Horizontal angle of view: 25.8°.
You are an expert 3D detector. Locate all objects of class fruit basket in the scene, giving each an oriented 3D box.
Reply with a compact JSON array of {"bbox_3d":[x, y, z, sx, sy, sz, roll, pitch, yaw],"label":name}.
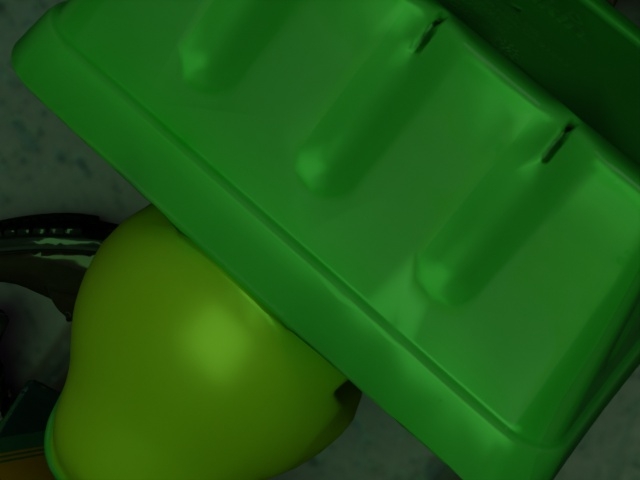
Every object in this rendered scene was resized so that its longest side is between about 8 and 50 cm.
[{"bbox_3d":[0.000,0.000,0.794,0.392,0.283,0.392,12,114,27],"label":"fruit basket"}]

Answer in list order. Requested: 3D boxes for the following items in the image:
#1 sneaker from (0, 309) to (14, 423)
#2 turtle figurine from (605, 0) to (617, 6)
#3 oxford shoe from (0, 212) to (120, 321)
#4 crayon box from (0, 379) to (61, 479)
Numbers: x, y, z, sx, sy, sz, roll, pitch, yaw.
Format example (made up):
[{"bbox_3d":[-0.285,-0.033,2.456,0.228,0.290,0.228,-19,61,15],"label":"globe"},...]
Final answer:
[{"bbox_3d":[-0.234,0.119,0.964,0.077,0.072,0.178,21,125,-6],"label":"sneaker"},{"bbox_3d":[0.220,-0.153,0.824,0.217,0.087,0.269,-7,118,20],"label":"turtle figurine"},{"bbox_3d":[-0.155,0.030,0.931,0.227,0.083,0.096,3,101,12],"label":"oxford shoe"},{"bbox_3d":[-0.096,0.212,0.873,0.278,0.165,0.081,31,102,-7],"label":"crayon box"}]
